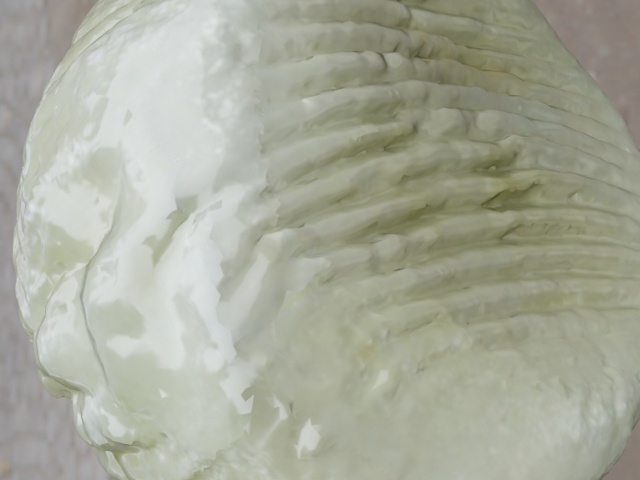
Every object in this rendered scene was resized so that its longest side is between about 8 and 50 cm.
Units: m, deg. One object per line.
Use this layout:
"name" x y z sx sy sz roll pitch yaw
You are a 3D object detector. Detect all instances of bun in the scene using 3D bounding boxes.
"bun" 0.000 0.000 0.841 0.227 0.349 0.352 -34 68 36
